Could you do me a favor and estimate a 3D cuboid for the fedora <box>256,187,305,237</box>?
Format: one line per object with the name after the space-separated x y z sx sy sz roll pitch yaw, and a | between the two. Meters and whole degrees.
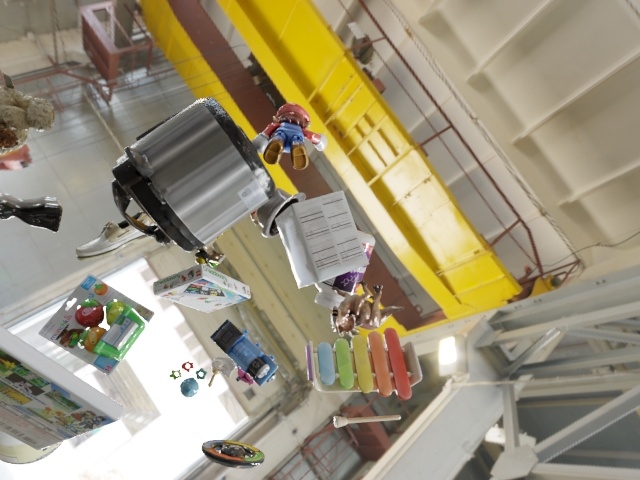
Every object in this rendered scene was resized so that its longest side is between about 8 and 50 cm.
-0.204 -0.147 2.164 0.124 0.243 0.275 40 -61 16 | fedora

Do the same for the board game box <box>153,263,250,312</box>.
-0.403 0.175 1.619 0.305 0.192 0.053 42 31 -60 | board game box

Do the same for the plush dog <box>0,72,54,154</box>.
-0.923 -0.320 1.305 0.262 0.226 0.210 -15 -40 29 | plush dog

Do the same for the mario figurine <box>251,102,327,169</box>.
-0.094 -0.305 1.474 0.170 0.321 0.198 -37 -66 25 | mario figurine

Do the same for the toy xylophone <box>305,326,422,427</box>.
0.118 0.362 1.241 0.081 0.322 0.236 110 -30 -49 | toy xylophone

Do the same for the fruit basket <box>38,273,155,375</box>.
-0.966 0.357 2.026 0.353 0.327 0.165 35 -29 -8 | fruit basket

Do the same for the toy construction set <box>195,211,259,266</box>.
-0.377 -0.038 1.746 0.308 0.257 0.237 -13 -61 12 | toy construction set

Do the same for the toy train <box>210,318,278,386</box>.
-0.184 0.276 1.137 0.184 0.080 0.105 40 -11 20 | toy train

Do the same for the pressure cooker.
-0.390 -0.173 1.382 0.370 0.420 0.375 55 -5 -22 | pressure cooker

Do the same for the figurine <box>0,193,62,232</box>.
-1.000 -0.109 1.570 0.215 0.209 0.092 26 -78 55 | figurine

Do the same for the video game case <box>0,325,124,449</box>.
-0.608 0.296 0.918 0.299 0.036 0.329 -26 -60 26 | video game case

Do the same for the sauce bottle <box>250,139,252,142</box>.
-0.295 -0.348 1.718 0.128 0.042 0.042 3 -58 24 | sauce bottle

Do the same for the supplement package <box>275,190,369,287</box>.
0.000 0.000 1.580 0.199 0.198 0.263 -28 -99 66 | supplement package

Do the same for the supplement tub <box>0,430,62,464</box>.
-0.882 0.515 1.396 0.235 0.235 0.325 48 -43 15 | supplement tub

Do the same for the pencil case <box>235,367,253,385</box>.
-0.275 0.541 1.889 0.098 0.095 0.209 60 -3 18 | pencil case

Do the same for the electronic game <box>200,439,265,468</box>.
-0.308 0.748 1.639 0.229 0.229 0.048 -1 -108 53 | electronic game

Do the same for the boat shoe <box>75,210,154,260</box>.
-0.778 -0.023 1.754 0.113 0.302 0.103 21 -53 40 | boat shoe

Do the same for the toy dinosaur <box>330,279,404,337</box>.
0.140 0.254 1.585 0.127 0.295 0.200 -43 -144 50 | toy dinosaur

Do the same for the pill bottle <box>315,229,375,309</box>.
0.088 0.110 1.868 0.181 0.181 0.323 24 -83 41 | pill bottle

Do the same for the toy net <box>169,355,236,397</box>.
-0.401 0.454 1.619 0.122 0.232 0.045 62 -1 3 | toy net
